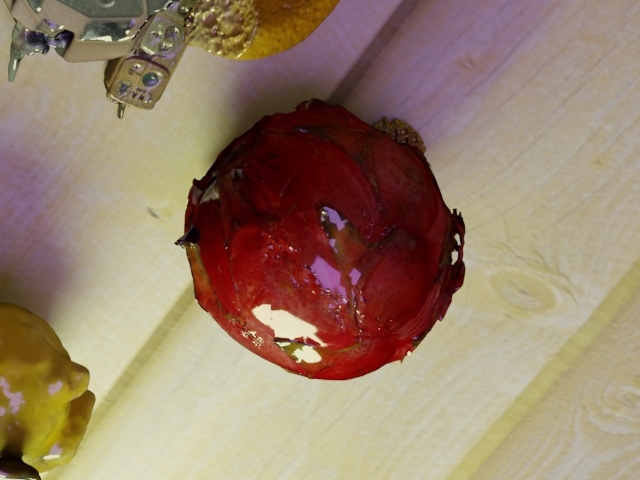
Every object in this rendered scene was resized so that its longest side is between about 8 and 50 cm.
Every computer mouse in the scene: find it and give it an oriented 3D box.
[{"bbox_3d":[-0.207,-0.304,1.478,0.200,0.115,0.389,32,123,-10],"label":"computer mouse"}]

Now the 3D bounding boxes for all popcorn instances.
[{"bbox_3d":[-0.407,0.154,1.649,0.316,0.280,0.297,9,152,-7],"label":"popcorn"}]

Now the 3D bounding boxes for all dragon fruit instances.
[{"bbox_3d":[0.000,0.000,1.649,0.302,0.295,0.295,43,104,-15],"label":"dragon fruit"}]

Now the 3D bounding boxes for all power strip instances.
[{"bbox_3d":[-0.153,-0.253,1.571,0.064,0.044,0.305,18,116,-28],"label":"power strip"}]

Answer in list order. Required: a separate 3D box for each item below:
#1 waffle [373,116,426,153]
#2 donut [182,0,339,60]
[{"bbox_3d":[0.079,-0.106,1.762,0.085,0.016,0.078,-37,122,8],"label":"waffle"},{"bbox_3d":[-0.027,-0.299,1.527,0.152,0.101,0.259,-6,124,-49],"label":"donut"}]
